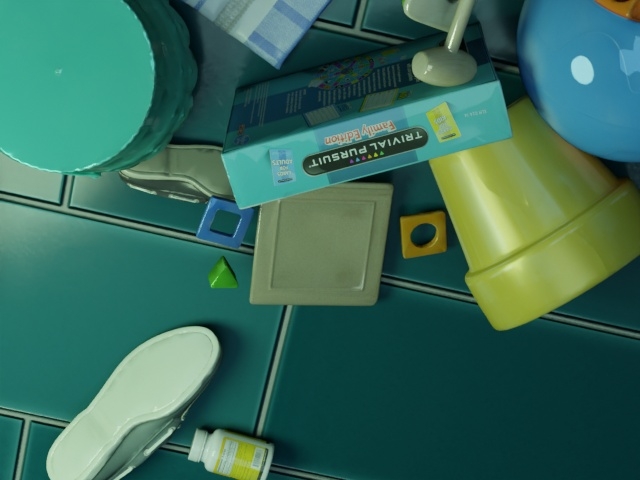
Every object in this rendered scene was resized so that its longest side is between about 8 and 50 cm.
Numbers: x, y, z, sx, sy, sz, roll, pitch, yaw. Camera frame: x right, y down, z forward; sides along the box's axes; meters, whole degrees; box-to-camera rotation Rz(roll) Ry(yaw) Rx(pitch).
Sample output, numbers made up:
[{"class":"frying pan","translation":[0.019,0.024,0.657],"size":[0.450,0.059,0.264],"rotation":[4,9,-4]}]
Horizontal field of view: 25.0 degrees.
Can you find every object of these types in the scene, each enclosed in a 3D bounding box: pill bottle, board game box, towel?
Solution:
[{"class":"pill bottle","translation":[-0.130,0.309,2.084],"size":[0.116,0.065,0.065],"rotation":[17,111,-5]},{"class":"board game box","translation":[0.055,-0.159,1.790],"size":[0.336,0.254,0.079],"rotation":[-14,113,7]},{"class":"towel","translation":[-0.106,-0.376,1.826],"size":[0.285,0.034,0.209],"rotation":[36,109,-12]}]

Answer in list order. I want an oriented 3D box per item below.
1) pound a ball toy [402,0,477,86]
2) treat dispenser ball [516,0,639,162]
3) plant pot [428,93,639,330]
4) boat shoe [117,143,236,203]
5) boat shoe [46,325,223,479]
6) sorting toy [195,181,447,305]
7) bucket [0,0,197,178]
[{"class":"pound a ball toy","translation":[0.182,-0.350,1.668],"size":[0.136,0.208,0.319],"rotation":[10,115,-40]},{"class":"treat dispenser ball","translation":[0.377,-0.236,1.710],"size":[0.288,0.288,0.288],"rotation":[0,112,1]},{"class":"plant pot","translation":[0.267,-0.048,1.848],"size":[0.254,0.254,0.239],"rotation":[-33,92,13]},{"class":"boat shoe","translation":[-0.174,-0.086,1.941],"size":[0.206,0.075,0.065],"rotation":[11,155,-9]},{"class":"boat shoe","translation":[-0.252,0.243,2.062],"size":[0.319,0.116,0.099],"rotation":[-43,148,9]},{"class":"sorting toy","translation":[0.000,0.000,1.958],"size":[0.348,0.047,0.196],"rotation":[2,117,-13]},{"class":"bucket","translation":[-0.301,-0.211,1.786],"size":[0.281,0.183,0.281],"rotation":[1,98,8]}]
